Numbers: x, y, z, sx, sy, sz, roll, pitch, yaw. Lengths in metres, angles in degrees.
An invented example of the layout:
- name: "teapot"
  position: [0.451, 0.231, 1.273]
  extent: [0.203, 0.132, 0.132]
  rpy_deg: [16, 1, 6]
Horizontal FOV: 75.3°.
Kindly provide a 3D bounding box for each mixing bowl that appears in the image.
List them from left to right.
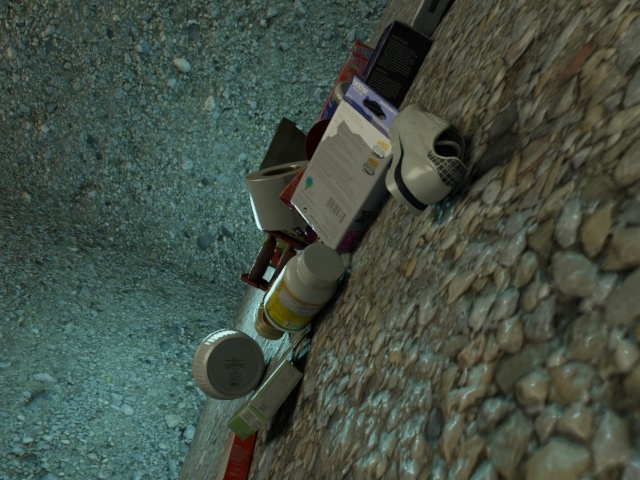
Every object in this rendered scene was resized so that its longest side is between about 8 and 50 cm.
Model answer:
- name: "mixing bowl"
  position: [0.055, -0.280, 1.242]
  extent: [0.098, 0.182, 0.181]
  rpy_deg: [-41, -15, -54]

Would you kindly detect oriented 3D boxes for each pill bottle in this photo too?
- name: "pill bottle"
  position: [-0.035, 0.100, 0.871]
  extent: [0.208, 0.118, 0.117]
  rpy_deg: [-56, 14, 46]
- name: "pill bottle"
  position: [0.068, -0.365, 1.352]
  extent: [0.264, 0.153, 0.153]
  rpy_deg: [123, 167, -45]

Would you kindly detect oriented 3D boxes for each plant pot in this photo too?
- name: "plant pot"
  position: [-0.107, -0.342, 1.850]
  extent: [0.322, 0.281, 0.323]
  rpy_deg: [-62, 9, 18]

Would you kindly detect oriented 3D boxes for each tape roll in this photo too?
- name: "tape roll"
  position: [-0.108, -0.151, 1.358]
  extent: [0.246, 0.247, 0.168]
  rpy_deg: [-93, -8, -70]

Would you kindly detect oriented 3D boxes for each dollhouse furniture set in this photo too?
- name: "dollhouse furniture set"
  position: [-0.134, 0.063, 1.530]
  extent: [0.201, 0.152, 0.374]
  rpy_deg: [-65, -8, 7]

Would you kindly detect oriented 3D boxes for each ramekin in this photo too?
- name: "ramekin"
  position: [-0.260, 0.363, 1.210]
  extent: [0.109, 0.207, 0.207]
  rpy_deg: [-24, 42, 61]

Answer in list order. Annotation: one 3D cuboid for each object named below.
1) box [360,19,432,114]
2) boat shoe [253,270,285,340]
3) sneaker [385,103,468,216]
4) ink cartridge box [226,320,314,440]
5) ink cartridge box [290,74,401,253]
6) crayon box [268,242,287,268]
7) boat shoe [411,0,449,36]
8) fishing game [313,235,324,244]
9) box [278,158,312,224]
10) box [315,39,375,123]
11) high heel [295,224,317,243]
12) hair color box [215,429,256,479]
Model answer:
- name: "box"
  position: [0.177, -0.439, 1.078]
  extent: [0.153, 0.108, 0.206]
  rpy_deg: [-95, 30, -72]
- name: "boat shoe"
  position: [-0.118, 0.166, 1.193]
  extent: [0.285, 0.105, 0.089]
  rpy_deg: [-81, 15, -59]
- name: "sneaker"
  position: [0.155, -0.133, 0.580]
  extent: [0.095, 0.090, 0.234]
  rpy_deg: [-41, 27, 38]
- name: "ink cartridge box"
  position: [-0.085, 0.291, 0.872]
  extent: [0.235, 0.056, 0.171]
  rpy_deg: [-43, -7, -42]
- name: "ink cartridge box"
  position: [0.062, -0.145, 0.840]
  extent: [0.185, 0.065, 0.311]
  rpy_deg: [52, 129, 33]
- name: "crayon box"
  position: [-0.142, -0.036, 1.880]
  extent: [0.322, 0.083, 0.203]
  rpy_deg: [-55, 14, 44]
- name: "boat shoe"
  position: [0.289, -0.596, 0.979]
  extent: [0.228, 0.080, 0.076]
  rpy_deg: [116, 172, -58]
- name: "fishing game"
  position: [0.000, 0.000, 1.041]
  extent: [0.264, 0.041, 0.189]
  rpy_deg: [-78, 12, -56]
- name: "box"
  position: [0.002, -0.152, 1.094]
  extent: [0.128, 0.123, 0.256]
  rpy_deg: [-44, 9, 23]
- name: "box"
  position: [0.117, -0.529, 1.491]
  extent: [0.142, 0.154, 0.299]
  rpy_deg: [-76, 13, -46]
- name: "high heel"
  position: [-0.065, -0.055, 1.408]
  extent: [0.082, 0.117, 0.244]
  rpy_deg: [-63, 10, 13]
- name: "hair color box"
  position: [-0.192, 0.492, 0.950]
  extent: [0.167, 0.054, 0.093]
  rpy_deg: [-84, 20, -58]
